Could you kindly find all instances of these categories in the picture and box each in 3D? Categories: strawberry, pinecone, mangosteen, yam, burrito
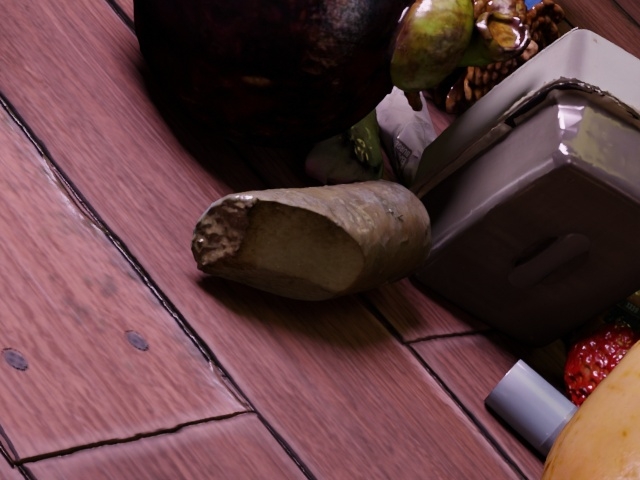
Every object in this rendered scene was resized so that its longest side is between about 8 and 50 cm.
[{"bbox_3d":[0.294,0.142,1.769,0.131,0.131,0.148,-3,72,-56],"label":"strawberry"},{"bbox_3d":[0.157,-0.250,2.175,0.185,0.168,0.212,-9,54,-51],"label":"pinecone"},{"bbox_3d":[0.002,-0.224,1.736,0.359,0.306,0.306,16,29,-7],"label":"mangosteen"},{"bbox_3d":[0.000,0.000,1.617,0.106,0.106,0.259,48,26,18],"label":"yam"},{"bbox_3d":[0.015,-0.142,1.923,0.096,0.066,0.309,34,25,-24],"label":"burrito"},{"bbox_3d":[0.095,-0.100,1.973,0.064,0.064,0.203,22,32,-33],"label":"burrito"}]

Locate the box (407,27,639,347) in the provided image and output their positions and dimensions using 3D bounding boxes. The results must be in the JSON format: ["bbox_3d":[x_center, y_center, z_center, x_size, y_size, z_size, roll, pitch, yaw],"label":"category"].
[{"bbox_3d":[0.219,-0.041,1.775,0.220,0.290,0.166,31,48,-19],"label":"box"}]

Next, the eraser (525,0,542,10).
[{"bbox_3d":[0.257,-0.337,2.493,0.043,0.144,0.312,38,24,-7],"label":"eraser"}]

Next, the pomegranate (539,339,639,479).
[{"bbox_3d":[0.322,0.226,1.449,0.342,0.342,0.342,31,26,-17],"label":"pomegranate"}]

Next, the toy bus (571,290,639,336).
[{"bbox_3d":[0.298,0.049,1.941,0.091,0.103,0.182,29,27,-20],"label":"toy bus"}]

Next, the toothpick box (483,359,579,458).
[{"bbox_3d":[0.190,0.150,1.683,0.083,0.052,0.052,42,25,8],"label":"toothpick box"}]
